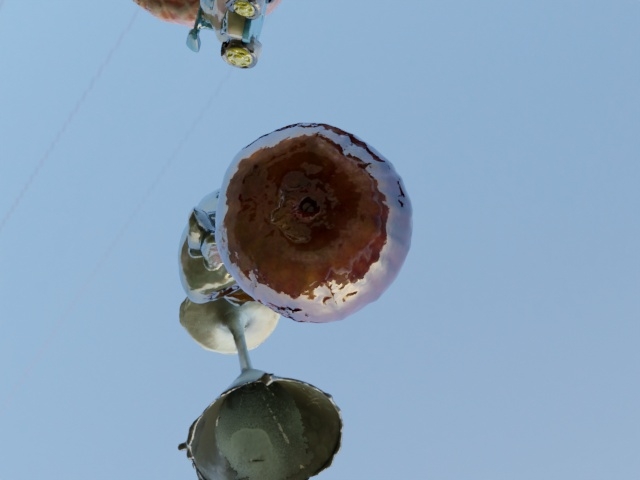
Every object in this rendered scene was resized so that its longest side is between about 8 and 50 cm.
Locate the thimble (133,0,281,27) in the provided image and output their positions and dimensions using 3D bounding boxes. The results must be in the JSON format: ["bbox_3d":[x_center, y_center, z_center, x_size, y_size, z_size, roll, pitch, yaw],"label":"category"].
[{"bbox_3d":[-0.156,-0.395,1.292,0.239,0.162,0.239,4,-80,22],"label":"thimble"}]

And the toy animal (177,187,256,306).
[{"bbox_3d":[-0.090,0.007,0.905,0.138,0.236,0.108,40,-73,15],"label":"toy animal"}]

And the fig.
[{"bbox_3d":[0.004,0.000,0.621,0.128,0.150,0.128,-23,-141,20],"label":"fig"}]

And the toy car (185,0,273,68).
[{"bbox_3d":[-0.104,-0.287,1.120,0.098,0.161,0.126,10,-114,3],"label":"toy car"}]

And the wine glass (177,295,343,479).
[{"bbox_3d":[-0.074,0.132,1.000,0.156,0.156,0.232,-44,-149,13],"label":"wine glass"}]
